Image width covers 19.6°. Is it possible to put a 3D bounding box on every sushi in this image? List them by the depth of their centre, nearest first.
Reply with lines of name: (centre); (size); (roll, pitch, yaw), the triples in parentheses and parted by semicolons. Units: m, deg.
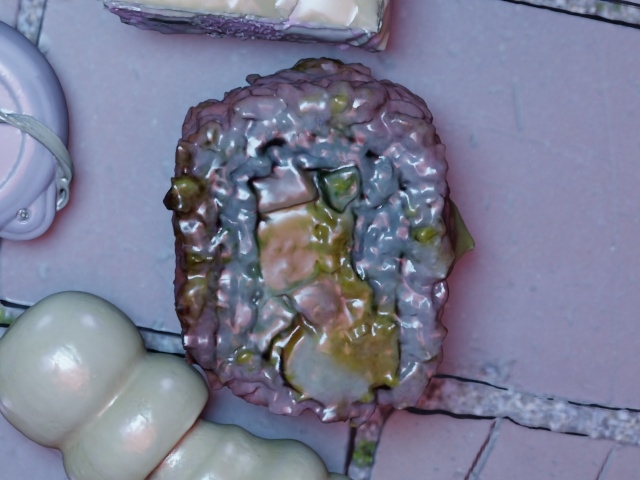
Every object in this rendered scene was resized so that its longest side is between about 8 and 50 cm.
sushi: (0.000, 0.000, 1.413); (0.236, 0.171, 0.270); (-6, 103, -6)

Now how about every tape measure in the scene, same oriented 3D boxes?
tape measure: (-0.286, -0.084, 1.396); (0.196, 0.105, 0.178); (-4, 99, -5)

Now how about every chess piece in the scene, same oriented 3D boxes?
chess piece: (-0.124, 0.162, 1.437); (0.300, 0.167, 0.167); (42, 93, -8)

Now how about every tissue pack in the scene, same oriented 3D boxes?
tissue pack: (-0.047, -0.275, 1.368); (0.215, 0.123, 0.256); (4, 85, -4)
